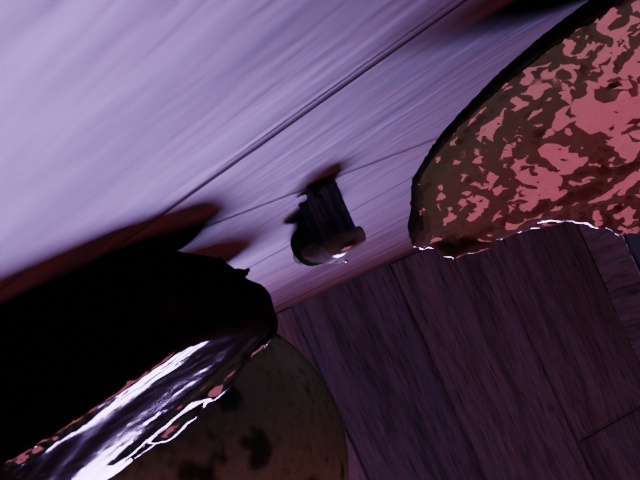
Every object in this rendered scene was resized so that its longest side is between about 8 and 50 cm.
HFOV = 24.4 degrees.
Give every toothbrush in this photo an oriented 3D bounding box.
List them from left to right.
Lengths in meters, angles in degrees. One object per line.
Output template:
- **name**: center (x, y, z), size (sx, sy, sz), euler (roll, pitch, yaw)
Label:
- **toothbrush**: center (0.001, 0.002, 0.692), size (0.030, 0.030, 0.304), euler (-24, 177, -3)

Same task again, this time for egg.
- **egg**: center (-0.075, 0.118, 0.778), size (0.177, 0.177, 0.228), euler (-24, 163, 2)

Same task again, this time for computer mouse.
- **computer mouse**: center (-0.114, 0.068, 0.535), size (0.217, 0.073, 0.122), euler (-26, 177, 9)

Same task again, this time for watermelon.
- **watermelon**: center (0.089, -0.040, 0.348), size (0.155, 0.080, 0.101), euler (-9, 172, 17)

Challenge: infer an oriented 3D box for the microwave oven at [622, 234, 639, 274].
- **microwave oven**: center (0.297, -0.042, 0.822), size (0.237, 0.181, 0.295), euler (-23, 177, -2)
